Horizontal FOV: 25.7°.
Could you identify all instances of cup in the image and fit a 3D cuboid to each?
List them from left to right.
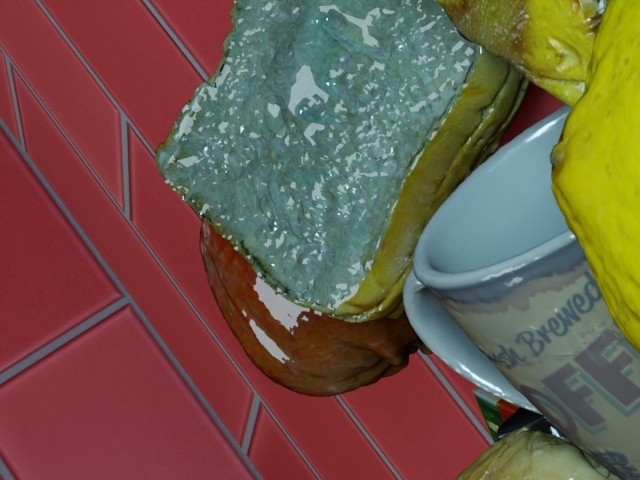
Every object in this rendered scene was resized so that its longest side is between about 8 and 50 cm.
[{"bbox_3d":[0.193,0.059,0.928,0.301,0.227,0.257,-18,111,47],"label":"cup"}]

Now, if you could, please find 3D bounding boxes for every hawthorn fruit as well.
[{"bbox_3d":[0.012,0.020,1.330,0.262,0.258,0.258,25,150,21],"label":"hawthorn fruit"}]

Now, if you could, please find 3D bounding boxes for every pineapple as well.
[{"bbox_3d":[0.138,-0.198,0.806,0.250,0.140,0.164,42,160,36],"label":"pineapple"}]

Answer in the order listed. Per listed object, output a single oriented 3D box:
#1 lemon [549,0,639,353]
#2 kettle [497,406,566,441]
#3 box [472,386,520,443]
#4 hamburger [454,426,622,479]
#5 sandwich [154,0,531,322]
[{"bbox_3d":[0.245,-0.036,0.603,0.293,0.293,0.293,48,160,25],"label":"lemon"},{"bbox_3d":[0.261,0.228,1.221,0.232,0.144,0.202,59,142,4],"label":"kettle"},{"bbox_3d":[0.244,0.259,1.459,0.132,0.034,0.235,21,140,61],"label":"box"},{"bbox_3d":[0.210,0.261,1.074,0.259,0.145,0.283,53,139,18],"label":"hamburger"},{"bbox_3d":[0.014,-0.106,1.108,0.271,0.099,0.301,43,118,35],"label":"sandwich"}]
